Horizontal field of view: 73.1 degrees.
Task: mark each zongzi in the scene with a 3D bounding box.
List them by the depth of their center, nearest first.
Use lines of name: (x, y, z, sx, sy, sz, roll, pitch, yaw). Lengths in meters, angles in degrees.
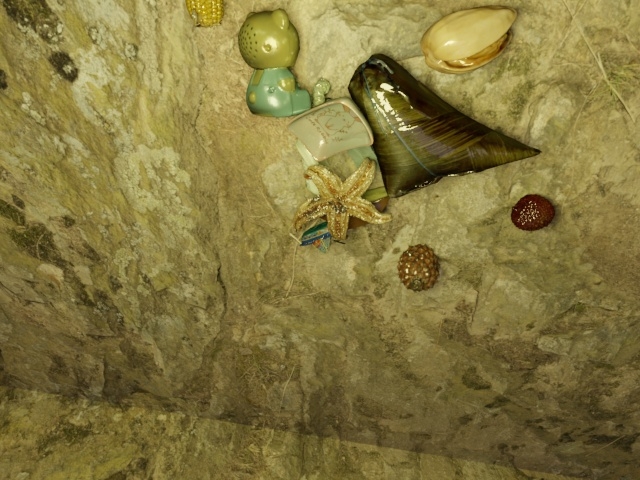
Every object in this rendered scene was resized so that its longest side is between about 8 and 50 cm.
zongzi: (0.317, -0.338, 1.145, 0.432, 0.208, 0.403, -7, 127, 34)

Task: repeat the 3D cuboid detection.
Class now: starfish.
starfish: (0.069, -0.110, 1.347, 0.312, 0.113, 0.303, 4, 122, 5)

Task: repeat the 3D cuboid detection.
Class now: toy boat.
toy boat: (0.000, 0.000, 1.563, 0.175, 0.091, 0.110, -21, 106, 27)

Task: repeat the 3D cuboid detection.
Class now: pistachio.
pistachio: (0.372, -0.508, 1.089, 0.229, 0.157, 0.157, -15, 125, 11)

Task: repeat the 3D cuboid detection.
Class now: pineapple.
pineapple: (0.347, 0.108, 1.536, 0.166, 0.193, 0.166, 6, 127, 8)

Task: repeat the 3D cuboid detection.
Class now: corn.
corn: (-0.305, -0.683, 1.064, 0.106, 0.106, 0.293, 2, 126, 6)

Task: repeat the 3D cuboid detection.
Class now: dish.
dish: (0.032, -0.309, 1.158, 0.212, 0.077, 0.151, -9, 138, 42)

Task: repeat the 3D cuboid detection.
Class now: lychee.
lychee: (0.679, -0.089, 1.382, 0.129, 0.123, 0.123, 4, 129, 20)

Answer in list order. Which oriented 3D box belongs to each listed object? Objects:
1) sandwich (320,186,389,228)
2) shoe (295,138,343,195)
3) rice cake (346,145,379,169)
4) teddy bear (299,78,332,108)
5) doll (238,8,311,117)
sandwich: (0.127, -0.104, 1.464, 0.258, 0.094, 0.096, -15, 120, 20)
shoe: (-0.019, -0.212, 1.399, 0.110, 0.095, 0.265, -26, 123, 26)
rice cake: (0.122, -0.276, 1.313, 0.085, 0.040, 0.226, -19, 146, 20)
teddy bear: (0.012, -0.356, 1.269, 0.133, 0.111, 0.213, -21, 121, 27)
doll: (-0.131, -0.470, 1.154, 0.177, 0.161, 0.260, 27, 129, 45)
